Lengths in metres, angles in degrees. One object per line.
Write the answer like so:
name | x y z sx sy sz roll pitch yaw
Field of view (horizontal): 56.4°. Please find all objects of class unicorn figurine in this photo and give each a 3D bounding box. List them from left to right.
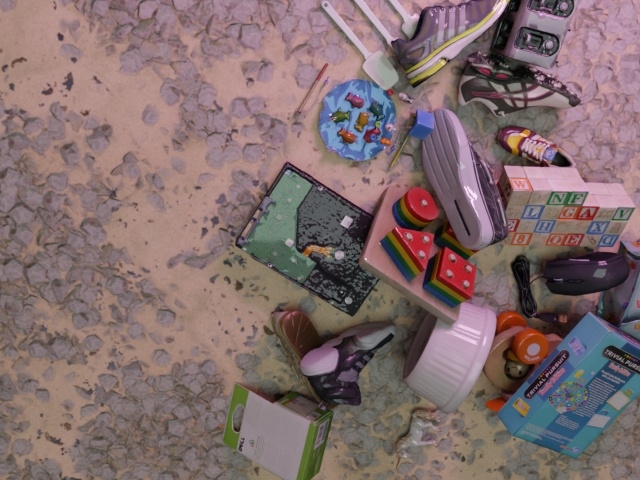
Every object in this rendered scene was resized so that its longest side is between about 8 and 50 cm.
unicorn figurine | 0.258 0.520 1.583 0.111 0.060 0.161 8 88 -5

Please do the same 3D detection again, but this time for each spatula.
spatula | 0.125 -0.475 1.324 0.168 0.019 0.242 -42 103 8

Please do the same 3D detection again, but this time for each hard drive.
hard drive | 0.000 0.000 1.420 0.339 0.064 0.237 31 101 -11

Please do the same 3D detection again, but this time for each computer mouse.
computer mouse | 0.603 0.124 1.442 0.262 0.060 0.184 -4 109 24

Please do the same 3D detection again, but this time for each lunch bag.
lunch bag | 0.823 0.149 1.460 0.223 0.160 0.262 6 111 -3

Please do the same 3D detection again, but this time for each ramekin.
ramekin | 0.295 0.258 1.410 0.127 0.273 0.272 25 102 3

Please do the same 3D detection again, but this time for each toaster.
toaster | 0.454 -0.467 1.272 0.110 0.185 0.168 14 112 -4

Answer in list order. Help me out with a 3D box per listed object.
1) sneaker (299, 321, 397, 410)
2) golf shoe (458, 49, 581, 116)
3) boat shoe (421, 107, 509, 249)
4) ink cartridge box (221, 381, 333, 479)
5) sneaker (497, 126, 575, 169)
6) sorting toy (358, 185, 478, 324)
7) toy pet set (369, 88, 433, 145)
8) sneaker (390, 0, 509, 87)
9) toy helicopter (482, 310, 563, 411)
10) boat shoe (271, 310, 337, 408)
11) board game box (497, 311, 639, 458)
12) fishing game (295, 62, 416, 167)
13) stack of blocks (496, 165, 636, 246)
sneaker | 0.084 0.307 1.455 0.269 0.101 0.153 -23 103 -25
golf shoe | 0.445 -0.336 1.351 0.273 0.105 0.120 17 121 -3
boat shoe | 0.328 -0.139 1.356 0.119 0.121 0.335 -7 78 -36
ink cartridge box | -0.114 0.481 1.536 0.255 0.097 0.188 20 106 27
sneaker | 0.503 -0.212 1.381 0.186 0.084 0.069 19 103 -8
sorting toy | 0.240 0.011 1.335 0.255 0.257 0.089 34 137 -11
toy pet set | 0.189 -0.263 1.338 0.114 0.065 0.122 16 102 -18
sneaker | 0.282 -0.470 1.284 0.300 0.111 0.121 -42 101 1
toy helicopter | 0.561 0.349 1.514 0.355 0.140 0.235 24 101 -15
boat shoe | -0.028 0.293 1.493 0.105 0.089 0.285 -34 108 -29
board game box | 0.630 0.358 1.439 0.254 0.079 0.336 26 109 -28
fishing game | 0.084 -0.274 1.364 0.264 0.041 0.189 31 98 -11
stack of blocks | 0.555 -0.076 1.383 0.297 0.087 0.171 2 135 -4
